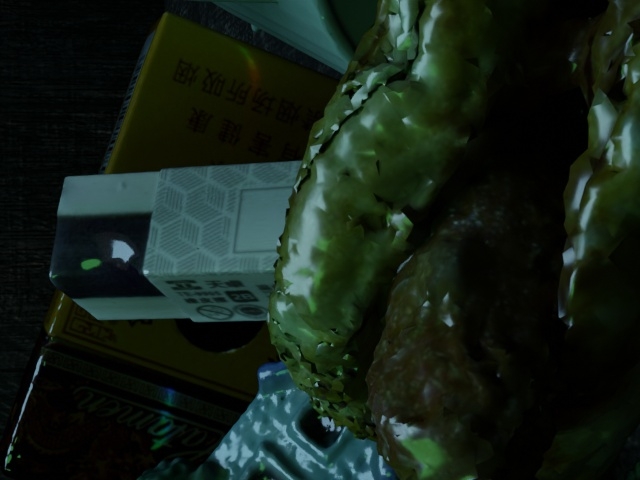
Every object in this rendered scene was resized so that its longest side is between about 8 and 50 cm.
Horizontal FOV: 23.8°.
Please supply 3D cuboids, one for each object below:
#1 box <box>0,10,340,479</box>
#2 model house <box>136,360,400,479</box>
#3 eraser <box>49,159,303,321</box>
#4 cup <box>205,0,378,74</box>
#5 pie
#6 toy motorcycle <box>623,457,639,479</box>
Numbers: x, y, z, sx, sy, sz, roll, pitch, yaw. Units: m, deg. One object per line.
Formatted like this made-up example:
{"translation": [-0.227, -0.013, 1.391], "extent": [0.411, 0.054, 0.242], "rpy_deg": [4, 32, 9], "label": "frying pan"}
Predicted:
{"translation": [-0.091, 0.044, 1.326], "extent": [0.116, 0.264, 0.415], "rpy_deg": [-172, 102, -76], "label": "box"}
{"translation": [0.077, 0.194, 1.088], "extent": [0.295, 0.329, 0.252], "rpy_deg": [42, -178, 32], "label": "model house"}
{"translation": [0.000, 0.000, 1.126], "extent": [0.098, 0.404, 0.096], "rpy_deg": [50, -137, -58], "label": "eraser"}
{"translation": [0.011, -0.245, 1.122], "extent": [0.310, 0.401, 0.392], "rpy_deg": [54, 178, -29], "label": "cup"}
{"translation": [0.134, -0.031, 0.802], "extent": [0.395, 0.180, 0.418], "rpy_deg": [-67, -19, -4], "label": "pie"}
{"translation": [0.240, 0.137, 0.734], "extent": [0.206, 0.154, 0.260], "rpy_deg": [52, 151, 30], "label": "toy motorcycle"}
